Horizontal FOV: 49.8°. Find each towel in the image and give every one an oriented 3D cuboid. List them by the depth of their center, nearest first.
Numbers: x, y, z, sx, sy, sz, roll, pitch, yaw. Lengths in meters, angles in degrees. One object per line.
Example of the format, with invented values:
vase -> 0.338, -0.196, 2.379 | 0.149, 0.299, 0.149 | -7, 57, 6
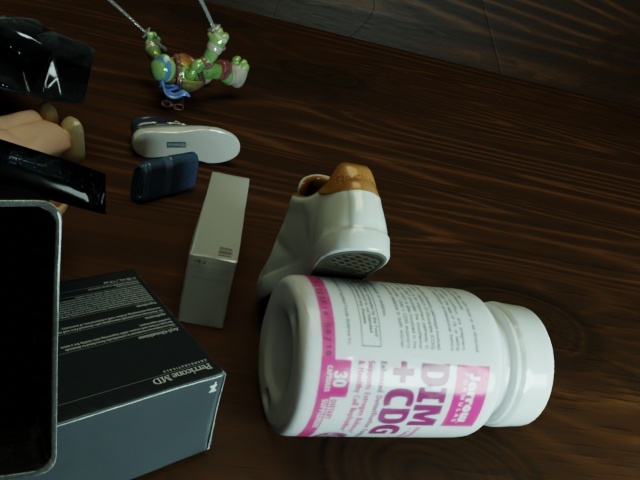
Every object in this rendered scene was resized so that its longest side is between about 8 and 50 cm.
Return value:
towel -> -0.243, -0.102, 1.075 | 0.029, 0.067, 0.119 | 32, 31, 25

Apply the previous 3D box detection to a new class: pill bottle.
pill bottle -> 0.089, 0.126, 0.730 | 0.282, 0.160, 0.160 | 6, 29, -19

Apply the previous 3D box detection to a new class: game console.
game console -> -0.361, -0.083, 0.662 | 0.213, 0.044, 0.361 | 17, -3, -39

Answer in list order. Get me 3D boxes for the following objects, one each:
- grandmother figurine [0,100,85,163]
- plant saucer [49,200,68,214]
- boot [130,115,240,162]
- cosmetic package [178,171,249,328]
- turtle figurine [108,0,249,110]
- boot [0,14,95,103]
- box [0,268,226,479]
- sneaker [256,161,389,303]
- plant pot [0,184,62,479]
grandmother figurine -> -0.487, -0.108, 0.930 | 0.207, 0.104, 0.342 | 22, 30, 28
plant saucer -> -0.395, -0.052, 0.797 | 0.199, 0.037, 0.200 | 13, 26, -6
boot -> -0.243, -0.189, 1.234 | 0.189, 0.069, 0.086 | 3, 33, -21
cosmetic package -> -0.137, 0.004, 0.905 | 0.060, 0.099, 0.239 | 10, 27, -7
turtle figurine -> -0.273, -0.423, 1.479 | 0.275, 0.197, 0.266 | 67, 20, 5
boot -> -0.623, -0.308, 1.088 | 0.367, 0.146, 0.445 | -11, 28, -43
box -> -0.245, 0.131, 0.601 | 0.261, 0.103, 0.184 | -10, 34, -40
sneaker -> 0.000, 0.000, 0.796 | 0.105, 0.290, 0.123 | 5, 70, -22
plant pot -> -0.283, 0.041, 0.462 | 0.187, 0.188, 0.167 | -1, 19, -27
